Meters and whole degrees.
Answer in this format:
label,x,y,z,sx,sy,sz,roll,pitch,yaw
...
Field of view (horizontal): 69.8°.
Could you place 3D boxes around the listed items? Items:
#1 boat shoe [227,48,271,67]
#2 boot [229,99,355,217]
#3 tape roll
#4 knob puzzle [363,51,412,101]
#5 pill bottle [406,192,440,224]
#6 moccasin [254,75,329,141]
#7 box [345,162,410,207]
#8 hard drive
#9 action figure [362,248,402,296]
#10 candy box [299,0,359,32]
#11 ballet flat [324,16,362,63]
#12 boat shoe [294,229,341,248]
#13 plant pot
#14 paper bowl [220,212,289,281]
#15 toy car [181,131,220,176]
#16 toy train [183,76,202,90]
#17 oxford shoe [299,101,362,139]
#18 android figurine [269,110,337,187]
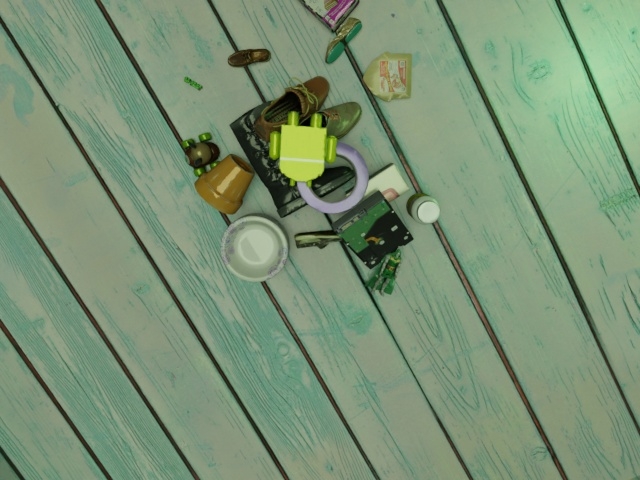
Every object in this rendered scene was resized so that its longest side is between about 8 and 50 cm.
label,x,y,z,sx,sy,sz,roll,pitch,yaw
boat shoe,-0.291,-0.743,1.848,0.178,0.060,0.064,-8,101,4
boot,-0.113,-0.370,1.889,0.367,0.146,0.445,-28,90,-3
tape roll,0.047,-0.240,1.772,0.275,0.090,0.274,0,95,2
knob puzzle,0.269,-0.661,1.858,0.213,0.030,0.213,0,102,2
pill bottle,0.421,-0.129,1.867,0.118,0.208,0.117,0,101,2
moccasin,-0.100,-0.533,1.775,0.380,0.147,0.139,-37,86,-27
box,0.231,-0.205,1.890,0.232,0.148,0.127,-32,98,8
hard drive,0.218,-0.034,1.868,0.237,0.064,0.339,-37,140,9
action figure,0.290,0.134,1.977,0.137,0.063,0.232,15,117,-14
candy box,0.015,-0.954,1.780,0.233,0.071,0.159,42,99,-1
ballet flat,0.078,-0.800,1.829,0.206,0.073,0.067,-46,69,7
boat shoe,-0.001,0.000,1.980,0.224,0.080,0.073,-2,107,8
plant pot,-0.374,-0.242,1.868,0.205,0.205,0.188,41,107,-6
paper bowl,-0.272,0.024,1.957,0.284,0.148,0.284,0,101,2
toy car,-0.501,-0.350,1.870,0.149,0.188,0.155,-19,100,6
toy train,-0.528,-0.649,1.899,0.083,0.017,0.023,32,111,-4
oxford shoe,0.039,-0.463,1.801,0.348,0.130,0.123,-35,87,-21
android figurine,-0.064,-0.332,1.686,0.248,0.056,0.272,2,103,-2
